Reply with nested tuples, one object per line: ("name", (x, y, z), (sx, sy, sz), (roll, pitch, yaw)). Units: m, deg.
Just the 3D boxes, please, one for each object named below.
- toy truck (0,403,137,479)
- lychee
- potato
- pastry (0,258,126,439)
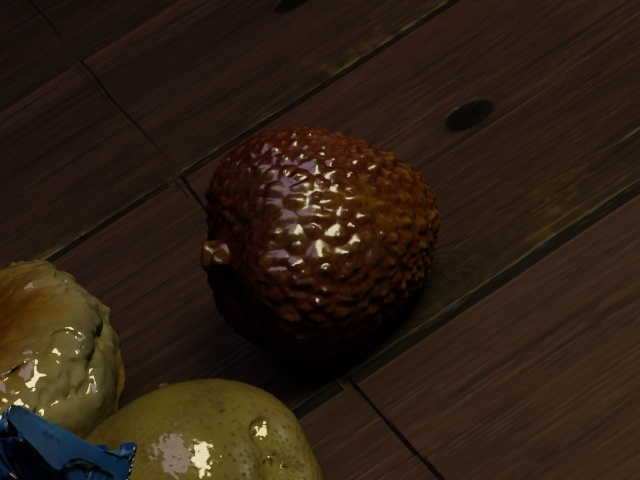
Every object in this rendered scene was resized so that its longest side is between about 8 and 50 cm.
("toy truck", (-0.206, 0.173, 0.901), (0.113, 0.126, 0.208), (-12, 33, 34))
("lychee", (-0.006, 0.000, 1.222), (0.194, 0.194, 0.194), (-22, 29, 13))
("potato", (-0.098, 0.176, 1.077), (0.194, 0.157, 0.157), (-27, 24, 39))
("pastry", (-0.298, 0.145, 1.295), (0.329, 0.136, 0.330), (-23, 27, 13))
